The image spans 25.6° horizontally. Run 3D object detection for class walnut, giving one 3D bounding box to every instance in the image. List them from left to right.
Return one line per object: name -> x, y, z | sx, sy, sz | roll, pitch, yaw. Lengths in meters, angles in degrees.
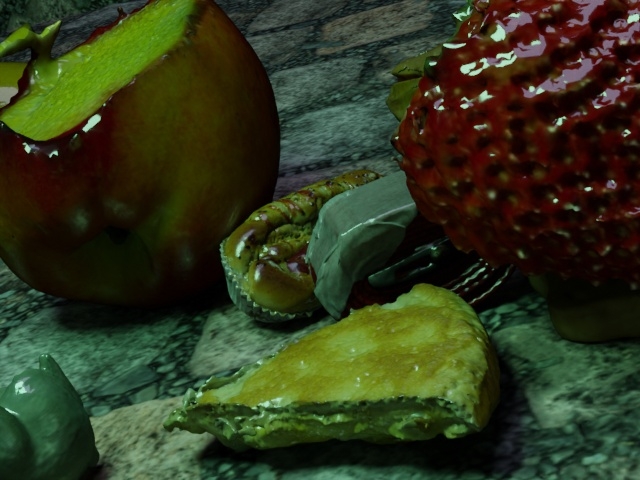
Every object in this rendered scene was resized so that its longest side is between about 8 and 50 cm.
walnut -> 0.193, -0.196, 1.781 | 0.245, 0.137, 0.137 | -17, 19, 27

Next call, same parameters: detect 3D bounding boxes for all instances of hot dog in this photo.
hot dog -> 0.000, 0.000, 1.463 | 0.131, 0.069, 0.252 | 42, 49, 20

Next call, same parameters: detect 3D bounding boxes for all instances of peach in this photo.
peach -> -0.208, -0.089, 1.560 | 0.335, 0.310, 0.406 | -17, 27, 12

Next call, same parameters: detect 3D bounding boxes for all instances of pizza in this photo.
pizza -> 0.010, 0.125, 1.188 | 0.287, 0.075, 0.280 | -14, 17, 12

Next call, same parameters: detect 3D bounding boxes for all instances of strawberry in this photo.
strawberry -> 0.258, -0.096, 1.172 | 0.351, 0.267, 0.312 | 23, 39, 23

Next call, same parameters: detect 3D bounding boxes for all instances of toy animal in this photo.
toy animal -> -0.287, 0.193, 1.160 | 0.108, 0.138, 0.236 | -36, 7, 44

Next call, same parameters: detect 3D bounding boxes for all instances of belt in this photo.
belt -> 0.083, 0.005, 1.346 | 0.201, 0.128, 0.124 | -21, 21, -2

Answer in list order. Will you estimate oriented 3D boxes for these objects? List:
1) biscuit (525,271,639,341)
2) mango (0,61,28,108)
biscuit -> 0.370, -0.019, 1.290 | 0.385, 0.062, 0.365 | -13, 22, 9
mango -> -0.446, -0.134, 1.939 | 0.445, 0.232, 0.300 | -6, -4, 6
